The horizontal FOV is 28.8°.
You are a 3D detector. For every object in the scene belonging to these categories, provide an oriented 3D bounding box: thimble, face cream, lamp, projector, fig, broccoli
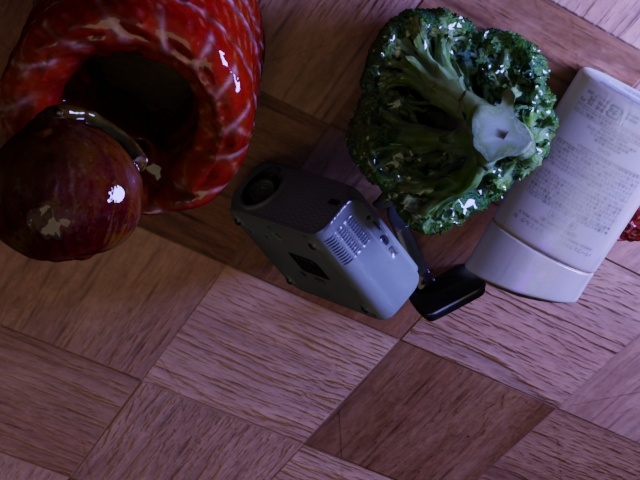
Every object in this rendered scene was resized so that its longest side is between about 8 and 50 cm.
[{"bbox_3d":[-0.241,-0.217,1.646,0.350,0.230,0.350,2,131,2],"label":"thimble"},{"bbox_3d":[0.362,-0.061,1.789,0.173,0.081,0.348,28,113,3],"label":"face cream"},{"bbox_3d":[0.195,-0.025,1.899,0.203,0.124,0.283,-26,126,-2],"label":"lamp"},{"bbox_3d":[0.000,0.000,1.830,0.250,0.108,0.198,20,155,52],"label":"projector"},{"bbox_3d":[-0.310,-0.069,1.519,0.205,0.205,0.205,1,132,1],"label":"fig"},{"bbox_3d":[0.180,-0.164,1.651,0.308,0.275,0.308,-1,96,-11],"label":"broccoli"}]

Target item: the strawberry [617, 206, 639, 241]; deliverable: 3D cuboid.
[{"bbox_3d":[0.450,-0.050,1.837,0.188,0.121,0.082,-17,123,20],"label":"strawberry"}]
